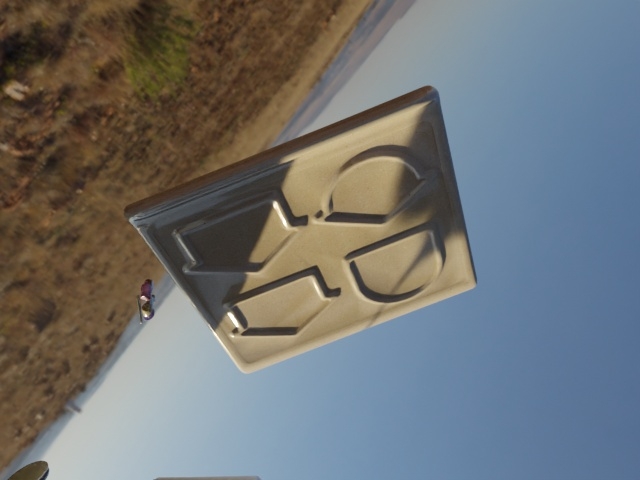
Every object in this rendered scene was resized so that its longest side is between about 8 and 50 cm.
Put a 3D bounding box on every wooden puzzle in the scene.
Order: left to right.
[{"bbox_3d":[0.000,0.000,0.741,0.322,0.348,0.081,-21,-131,3],"label":"wooden puzzle"}]

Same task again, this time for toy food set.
[{"bbox_3d":[-0.332,0.110,1.266,0.122,0.019,0.078,-103,-170,-71],"label":"toy food set"}]

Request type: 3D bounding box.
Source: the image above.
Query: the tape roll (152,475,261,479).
[{"bbox_3d":[-0.102,0.354,0.564,0.286,0.100,0.287,179,-90,-88],"label":"tape roll"}]

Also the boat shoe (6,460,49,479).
[{"bbox_3d":[-0.435,0.373,0.920,0.049,0.043,0.137,4,-143,32],"label":"boat shoe"}]
